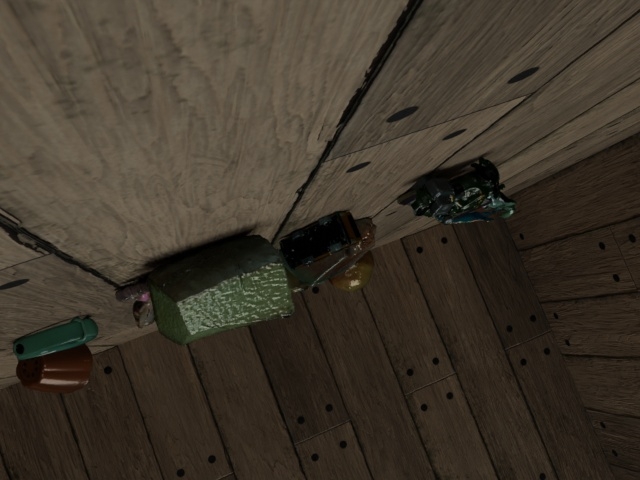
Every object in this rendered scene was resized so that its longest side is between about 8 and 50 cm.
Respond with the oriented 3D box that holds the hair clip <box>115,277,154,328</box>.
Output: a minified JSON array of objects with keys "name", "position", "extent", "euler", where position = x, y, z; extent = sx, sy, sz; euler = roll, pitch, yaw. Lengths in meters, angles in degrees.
[{"name":"hair clip","position":[-0.422,0.138,1.431],"extent":[0.173,0.069,0.300],"euler":[-19,164,-34]}]

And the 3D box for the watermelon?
[{"name":"watermelon","position":[0.031,0.052,1.898],"extent":[0.302,0.151,0.264],"euler":[-24,173,29]}]

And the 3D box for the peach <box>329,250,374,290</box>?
[{"name":"peach","position":[0.107,0.101,2.407],"extent":[0.233,0.232,0.232],"euler":[-21,175,-2]}]

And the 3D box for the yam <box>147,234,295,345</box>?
[{"name":"yam","position":[-0.226,0.108,1.258],"extent":[0.272,0.202,0.201],"euler":[-24,-148,-30]}]

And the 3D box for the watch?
[{"name":"watch","position":[-0.732,0.271,1.621],"extent":[0.237,0.068,0.195],"euler":[-19,173,17]}]

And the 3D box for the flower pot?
[{"name":"flower pot","position":[-0.871,0.406,1.884],"extent":[0.191,0.190,0.173],"euler":[-23,162,17]}]

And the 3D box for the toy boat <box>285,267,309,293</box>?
[{"name":"toy boat","position":[-0.072,0.117,2.139],"extent":[0.162,0.135,0.445],"euler":[-18,179,19]}]

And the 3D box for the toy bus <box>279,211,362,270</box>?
[{"name":"toy bus","position":[0.000,0.000,1.572],"extent":[0.201,0.098,0.114],"euler":[-26,173,29]}]

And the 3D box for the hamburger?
[{"name":"hamburger","position":[0.482,-0.147,1.867],"extent":[0.276,0.150,0.261],"euler":[-8,165,36]}]

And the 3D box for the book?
[{"name":"book","position":[0.359,-0.118,1.681],"extent":[0.231,0.026,0.157],"euler":[13,154,-31]}]

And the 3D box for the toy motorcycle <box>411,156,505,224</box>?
[{"name":"toy motorcycle","position":[0.363,-0.128,1.511],"extent":[0.275,0.124,0.187],"euler":[-9,147,-34]}]
